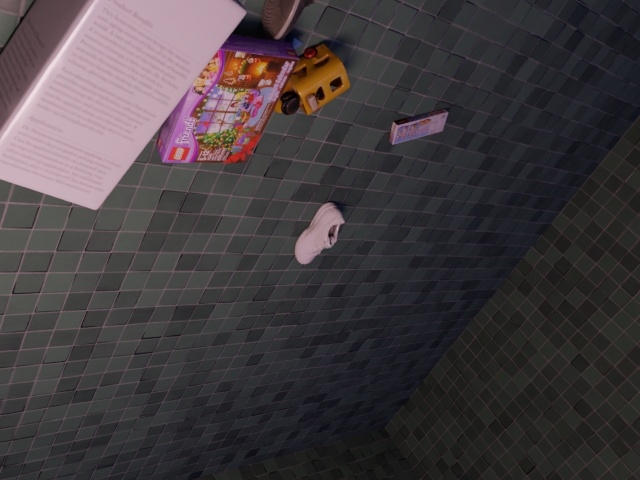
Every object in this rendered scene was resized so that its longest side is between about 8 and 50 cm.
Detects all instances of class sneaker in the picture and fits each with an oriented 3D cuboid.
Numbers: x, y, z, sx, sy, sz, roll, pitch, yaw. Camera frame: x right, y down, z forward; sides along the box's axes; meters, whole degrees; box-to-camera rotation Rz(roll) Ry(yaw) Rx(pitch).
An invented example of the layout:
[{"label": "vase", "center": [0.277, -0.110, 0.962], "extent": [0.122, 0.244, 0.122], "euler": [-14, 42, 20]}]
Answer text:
[{"label": "sneaker", "center": [0.000, 0.000, 1.774], "extent": [0.080, 0.094, 0.212], "euler": [-3, 133, -42]}, {"label": "sneaker", "center": [-0.022, -0.477, 1.215], "extent": [0.118, 0.083, 0.222], "euler": [-5, 137, -46]}]

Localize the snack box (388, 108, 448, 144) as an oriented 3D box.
[{"label": "snack box", "center": [0.268, -0.310, 1.721], "extent": [0.178, 0.022, 0.064], "euler": [-18, 142, -26]}]

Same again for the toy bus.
[{"label": "toy bus", "center": [-0.035, -0.324, 1.358], "extent": [0.191, 0.104, 0.202], "euler": [-4, 133, -39]}]

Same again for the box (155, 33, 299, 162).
[{"label": "box", "center": [-0.191, -0.274, 1.265], "extent": [0.201, 0.057, 0.293], "euler": [-4, 145, -35]}]

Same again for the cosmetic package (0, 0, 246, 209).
[{"label": "cosmetic package", "center": [-0.364, -0.291, 1.048], "extent": [0.453, 0.161, 0.230], "euler": [-48, 144, 14]}]
